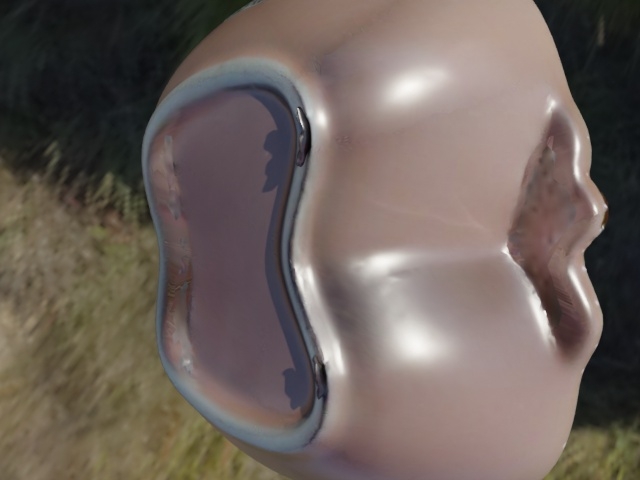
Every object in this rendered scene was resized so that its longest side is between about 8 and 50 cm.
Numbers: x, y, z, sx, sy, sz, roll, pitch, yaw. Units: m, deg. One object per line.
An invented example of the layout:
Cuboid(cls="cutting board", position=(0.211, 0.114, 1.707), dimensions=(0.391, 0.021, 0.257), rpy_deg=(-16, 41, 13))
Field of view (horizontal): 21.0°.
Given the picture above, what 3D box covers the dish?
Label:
Cuboid(cls="dish", position=(0.000, 0.000, 0.615), dimensions=(0.213, 0.090, 0.213), rpy_deg=(11, 105, 48))
